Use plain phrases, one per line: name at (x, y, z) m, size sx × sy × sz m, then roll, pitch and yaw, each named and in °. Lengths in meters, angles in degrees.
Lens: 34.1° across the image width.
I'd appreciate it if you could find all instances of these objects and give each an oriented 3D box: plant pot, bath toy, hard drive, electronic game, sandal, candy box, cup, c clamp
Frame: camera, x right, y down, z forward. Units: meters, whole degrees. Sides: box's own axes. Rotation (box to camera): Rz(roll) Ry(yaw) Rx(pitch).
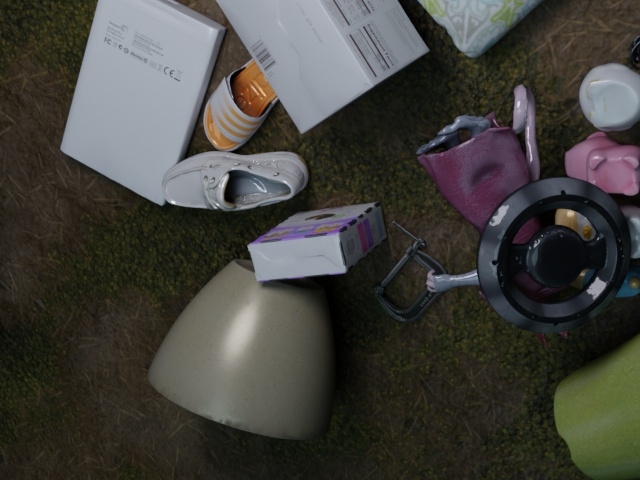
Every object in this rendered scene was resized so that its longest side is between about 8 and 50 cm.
plant pot at (0.508, 0.250, 1.590) m, size 0.254 × 0.276 × 0.276 m, roll -32°, pitch 95°, yaw 43°
bath toy at (0.427, -0.096, 1.547) m, size 0.151 × 0.129 × 0.348 m, roll 7°, pitch 114°, yaw 24°
hard drive at (-0.322, -0.266, 1.862) m, size 0.233 × 0.047 × 0.353 m, roll 28°, pitch 118°, yaw 11°
electronic game at (0.332, 0.022, 1.480) m, size 0.229 × 0.048 × 0.229 m, roll -2°, pitch 104°, yaw -10°
sandal at (-0.123, -0.250, 1.760) m, size 0.102 × 0.076 × 0.265 m, roll 47°, pitch 121°, yaw 1°
candy box at (0.000, 0.000, 1.733) m, size 0.164 × 0.196 × 0.070 m, roll -7°, pitch 104°, yaw 26°
cup at (-0.106, 0.169, 1.809) m, size 0.331 × 0.331 × 0.237 m, roll 20°, pitch 96°, yaw 16°
c clamp at (0.145, 0.061, 1.798) m, size 0.137 × 0.022 × 0.161 m, roll 33°, pitch 118°, yaw 3°

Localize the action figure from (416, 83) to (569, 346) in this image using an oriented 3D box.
action figure at (0.296, -0.019, 1.591) m, size 0.275 × 0.248 × 0.370 m, roll -31°, pitch 88°, yaw 23°

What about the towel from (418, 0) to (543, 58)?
towel at (0.218, -0.503, 1.505) m, size 0.374 × 0.090 × 0.320 m, roll 49°, pitch 124°, yaw 0°

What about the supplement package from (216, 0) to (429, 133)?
supplement package at (-0.002, -0.334, 1.597) m, size 0.262 × 0.145 × 0.204 m, roll 58°, pitch 144°, yaw -5°

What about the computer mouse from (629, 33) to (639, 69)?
computer mouse at (0.584, -0.241, 1.464) m, size 0.262 × 0.060 × 0.184 m, roll 45°, pitch 114°, yaw 6°

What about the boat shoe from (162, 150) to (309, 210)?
boat shoe at (-0.161, -0.097, 1.809) m, size 0.277 × 0.096 × 0.098 m, roll -7°, pitch 117°, yaw 20°
